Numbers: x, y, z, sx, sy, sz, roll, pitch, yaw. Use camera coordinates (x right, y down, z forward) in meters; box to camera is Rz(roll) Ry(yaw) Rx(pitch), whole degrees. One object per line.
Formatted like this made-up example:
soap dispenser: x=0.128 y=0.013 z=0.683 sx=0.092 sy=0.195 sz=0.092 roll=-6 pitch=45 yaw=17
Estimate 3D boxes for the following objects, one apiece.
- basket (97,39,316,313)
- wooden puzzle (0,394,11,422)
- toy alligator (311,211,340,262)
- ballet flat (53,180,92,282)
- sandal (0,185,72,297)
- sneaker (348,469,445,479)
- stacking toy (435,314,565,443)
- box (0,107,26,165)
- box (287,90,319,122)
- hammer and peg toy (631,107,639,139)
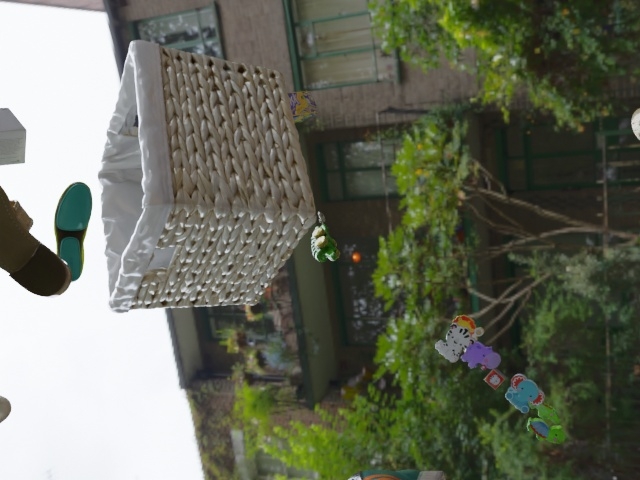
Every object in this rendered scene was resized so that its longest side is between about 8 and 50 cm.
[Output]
basket: x=-0.207 y=-0.092 z=1.093 sx=0.267 sy=0.328 sz=0.331 roll=2 pitch=-124 yaw=-27
wooden puzzle: x=-0.692 y=0.318 z=1.113 sx=0.238 sy=0.221 sz=0.044 roll=-49 pitch=-33 yaw=-49
toy alligator: x=0.000 y=0.000 z=1.486 sx=0.056 sy=0.051 sz=0.189 roll=45 pitch=-165 yaw=-31
ballet flat: x=-0.558 y=-0.020 z=1.463 sx=0.077 sy=0.077 sz=0.230 roll=4 pitch=-82 yaw=-31
sandal: x=-0.436 y=-0.007 z=0.918 sx=0.088 sy=0.240 sz=0.079 roll=-45 pitch=-5 yaw=-10
sneaker: x=0.074 y=0.334 z=0.777 sx=0.302 sy=0.121 sz=0.108 roll=33 pitch=-127 yaw=-69
stacking toy: x=0.271 y=0.197 z=0.967 sx=0.052 sy=0.221 sz=0.167 roll=-51 pitch=-16 yaw=10
box: x=-0.686 y=-0.217 z=1.382 sx=0.102 sy=0.101 sz=0.087 roll=-14 pitch=-45 yaw=-42
box: x=-0.073 y=-0.300 z=1.493 sx=0.169 sy=0.054 sz=0.059 roll=-26 pitch=-88 yaw=-57
hammer and peg toy: x=0.632 y=-0.267 z=0.971 sx=0.127 sy=0.362 sz=0.265 roll=167 pitch=93 yaw=-71
